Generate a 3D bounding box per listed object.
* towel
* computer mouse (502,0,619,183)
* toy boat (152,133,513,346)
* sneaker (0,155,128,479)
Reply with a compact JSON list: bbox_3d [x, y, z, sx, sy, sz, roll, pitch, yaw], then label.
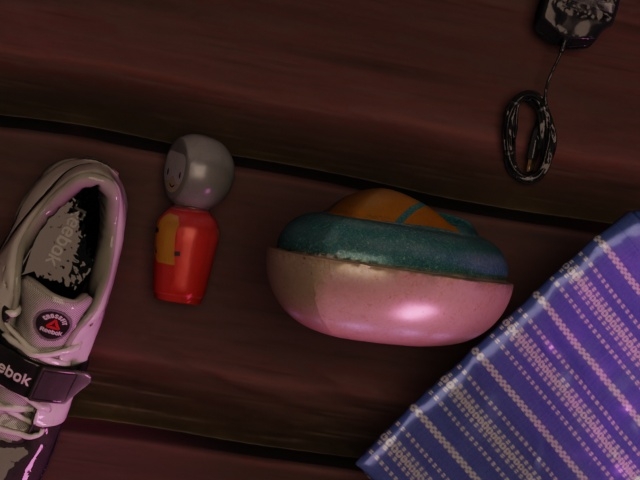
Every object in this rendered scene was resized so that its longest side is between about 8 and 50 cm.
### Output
[{"bbox_3d":[0.227,0.164,1.616,0.336,0.040,0.243,-42,107,-5],"label":"towel"},{"bbox_3d":[0.218,-0.170,1.706,0.071,0.041,0.242,19,90,-11],"label":"computer mouse"},{"bbox_3d":[0.000,0.000,1.567,0.318,0.267,0.148,10,91,21],"label":"toy boat"},{"bbox_3d":[-0.248,0.082,1.544,0.122,0.146,0.330,18,85,-11],"label":"sneaker"}]
